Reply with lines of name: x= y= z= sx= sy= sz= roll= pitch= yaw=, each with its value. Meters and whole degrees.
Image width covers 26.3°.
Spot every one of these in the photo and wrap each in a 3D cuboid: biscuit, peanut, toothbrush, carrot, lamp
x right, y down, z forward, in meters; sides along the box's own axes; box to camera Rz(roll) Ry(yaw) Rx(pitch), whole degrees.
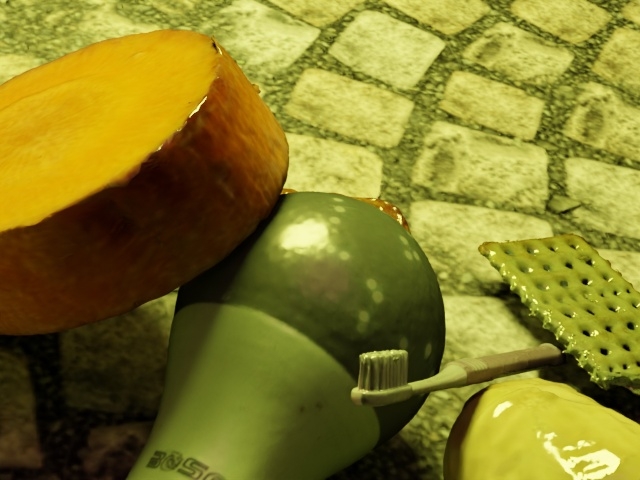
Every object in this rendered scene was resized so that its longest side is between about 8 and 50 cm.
biscuit: x=0.225 y=0.062 z=1.087 sx=0.144 sy=0.016 sz=0.203 roll=-4 pitch=42 yaw=-40
peanut: x=0.181 y=0.204 z=0.829 sx=0.147 sy=0.147 sz=0.319 roll=-9 pitch=46 yaw=-26
toothbrush: x=0.102 y=0.081 z=0.906 sx=0.024 sy=0.029 sz=0.354 roll=7 pitch=2 yaw=27
carrot: x=-0.175 y=-0.049 z=0.916 sx=0.307 sy=0.100 sz=0.258 roll=4 pitch=42 yaw=35
lamp: x=-0.023 y=0.105 z=0.869 sx=0.182 sy=0.182 sz=0.314 roll=16 pitch=49 yaw=2

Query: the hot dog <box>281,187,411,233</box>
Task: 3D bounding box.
hot dog: x=0.000 y=-0.003 z=1.075 sx=0.147 sy=0.065 sz=0.099 roll=5 pitch=40 yaw=-29
